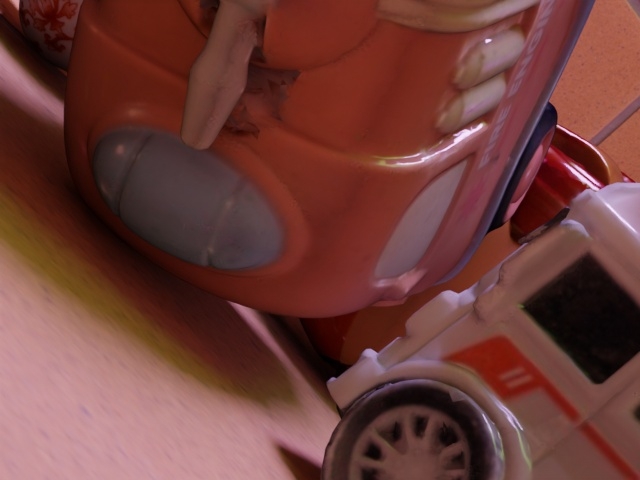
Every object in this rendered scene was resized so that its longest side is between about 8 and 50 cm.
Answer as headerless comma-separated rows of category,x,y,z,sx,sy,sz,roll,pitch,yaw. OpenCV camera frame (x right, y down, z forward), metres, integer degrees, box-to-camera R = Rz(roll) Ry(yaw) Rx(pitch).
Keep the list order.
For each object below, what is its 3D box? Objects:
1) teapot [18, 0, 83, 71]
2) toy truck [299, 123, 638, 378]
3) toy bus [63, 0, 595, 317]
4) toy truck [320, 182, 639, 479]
teapot,-0.080,-0.150,0.834,0.159,0.245,0.116,-18,86,-46
toy truck,0.057,-0.011,0.873,0.239,0.189,0.265,44,12,28
toy bus,0.006,-0.093,0.623,0.194,0.287,0.232,27,30,9
toy truck,0.183,0.147,0.532,0.387,0.207,0.173,50,5,33
